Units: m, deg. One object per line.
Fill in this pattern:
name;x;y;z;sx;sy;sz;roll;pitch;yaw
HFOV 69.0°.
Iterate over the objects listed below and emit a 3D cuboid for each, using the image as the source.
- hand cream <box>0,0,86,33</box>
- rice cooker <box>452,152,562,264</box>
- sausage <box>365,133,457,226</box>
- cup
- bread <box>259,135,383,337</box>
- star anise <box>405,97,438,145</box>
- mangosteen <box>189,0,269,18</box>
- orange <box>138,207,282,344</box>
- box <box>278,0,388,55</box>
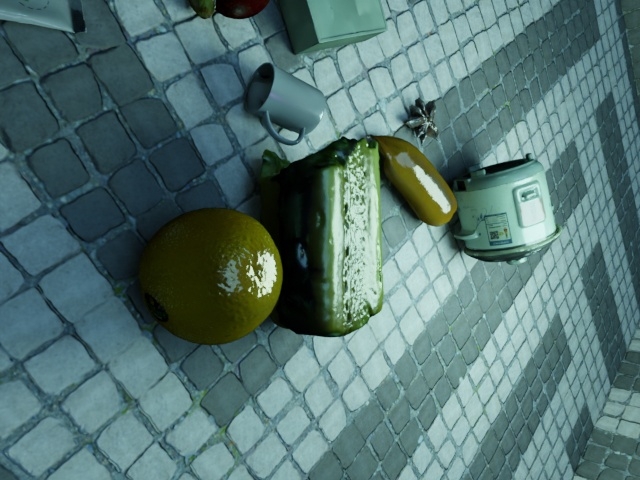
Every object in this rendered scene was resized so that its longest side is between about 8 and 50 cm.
hand cream;-0.480;-0.351;0.596;0.336;0.076;0.121;-13;101;-46
rice cooker;0.512;-0.074;1.300;0.317;0.264;0.316;-2;95;-18
sausage;0.230;-0.162;1.163;0.328;0.112;0.112;43;64;-29
cup;-0.074;-0.256;0.911;0.133;0.099;0.136;15;93;-40
bread;0.000;0.000;0.900;0.251;0.208;0.376;-10;97;-47
star anise;0.261;-0.309;1.213;0.129;0.056;0.124;-14;100;-39
mangosteen;-0.160;-0.457;0.792;0.181;0.146;0.155;-22;124;-52
orange;-0.173;0.056;0.743;0.236;0.236;0.236;-1;91;-40
box;0.030;-0.490;0.999;0.225;0.086;0.129;-28;107;-36
